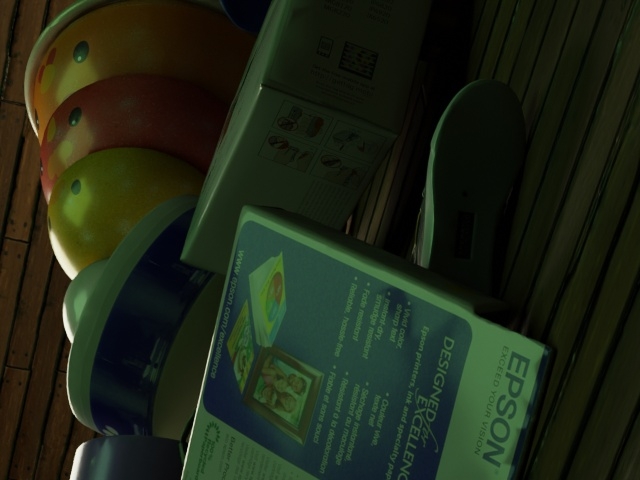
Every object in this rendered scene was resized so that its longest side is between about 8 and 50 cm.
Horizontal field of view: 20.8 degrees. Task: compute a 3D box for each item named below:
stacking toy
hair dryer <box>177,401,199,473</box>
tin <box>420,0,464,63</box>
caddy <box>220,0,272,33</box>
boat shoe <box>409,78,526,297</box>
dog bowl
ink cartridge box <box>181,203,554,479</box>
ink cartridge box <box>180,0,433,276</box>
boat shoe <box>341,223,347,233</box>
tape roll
[{"bbox_3d":[-0.203,-0.044,2.008,0.480,0.350,0.351,-85,10,-50],"label":"stacking toy"},{"bbox_3d":[-0.064,0.293,1.557,0.223,0.080,0.294,15,82,48],"label":"hair dryer"},{"bbox_3d":[0.113,-0.254,1.628,0.106,0.040,0.190,128,154,-65],"label":"tin"},{"bbox_3d":[0.010,-0.368,1.847,0.179,0.241,0.341,-93,17,-44],"label":"caddy"},{"bbox_3d":[0.094,-0.020,1.223,0.083,0.065,0.183,161,121,-80],"label":"boat shoe"},{"bbox_3d":[-0.139,0.093,1.783,0.265,0.104,0.265,-50,-25,-34],"label":"dog bowl"},{"bbox_3d":[0.025,0.162,1.160,0.307,0.072,0.304,25,105,45],"label":"ink cartridge box"},{"bbox_3d":[-0.005,-0.141,1.610,0.309,0.130,0.272,120,167,-56],"label":"ink cartridge box"},{"bbox_3d":[0.002,-0.131,2.031,0.121,0.119,0.335,28,-118,-56],"label":"boat shoe"},{"bbox_3d":[-0.158,0.264,1.728,0.189,0.189,0.080,116,166,-62],"label":"tape roll"}]
